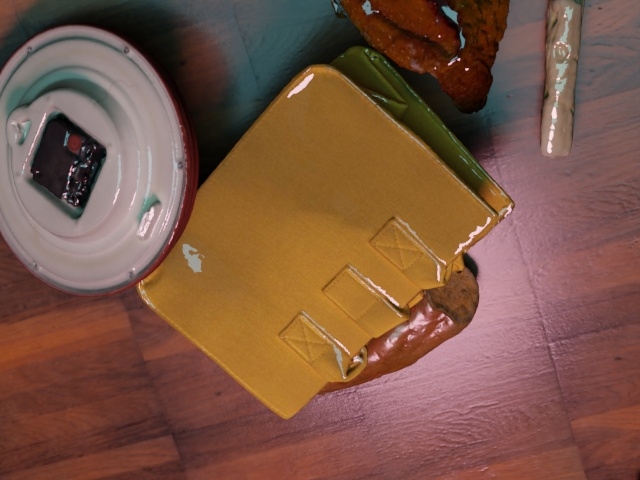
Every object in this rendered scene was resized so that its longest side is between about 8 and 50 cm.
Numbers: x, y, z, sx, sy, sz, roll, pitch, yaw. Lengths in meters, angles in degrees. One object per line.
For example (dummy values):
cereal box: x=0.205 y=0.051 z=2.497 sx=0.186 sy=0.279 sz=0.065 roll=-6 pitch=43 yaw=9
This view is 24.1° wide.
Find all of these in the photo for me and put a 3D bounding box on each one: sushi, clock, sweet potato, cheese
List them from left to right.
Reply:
clock: x=-0.277 y=-0.091 z=1.731 sx=0.318 sy=0.080 sz=0.318 roll=6 pitch=101 yaw=32
sweet potato: x=0.080 y=0.113 z=1.824 sx=0.251 sy=0.097 sz=0.097 roll=-34 pitch=102 yaw=17
sushi: x=0.122 y=-0.292 z=1.659 sx=0.167 sy=0.179 sz=0.296 roll=-38 pitch=85 yaw=40
cheese: x=0.274 y=-0.189 z=1.715 sx=0.043 sy=0.065 sz=0.194 roll=6 pitch=111 yaw=11

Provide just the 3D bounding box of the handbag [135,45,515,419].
handbag: x=0.000 y=0.000 z=1.727 sx=0.283 sy=0.133 sz=0.401 roll=46 pitch=118 yaw=3

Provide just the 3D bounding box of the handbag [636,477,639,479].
handbag: x=0.466 y=0.343 z=1.809 sx=0.151 sy=0.193 sz=0.072 roll=-14 pitch=108 yaw=6
